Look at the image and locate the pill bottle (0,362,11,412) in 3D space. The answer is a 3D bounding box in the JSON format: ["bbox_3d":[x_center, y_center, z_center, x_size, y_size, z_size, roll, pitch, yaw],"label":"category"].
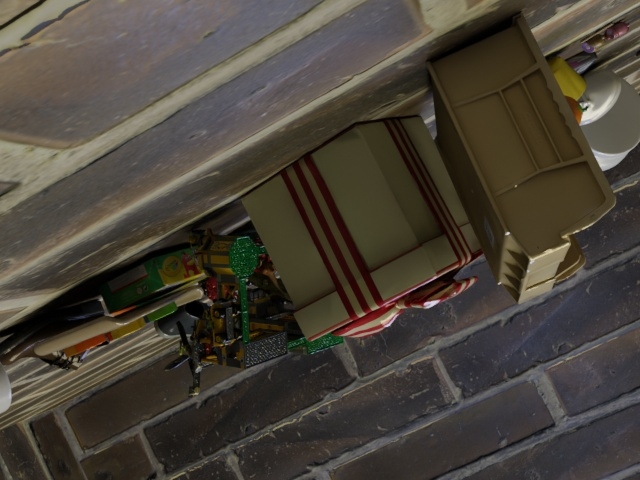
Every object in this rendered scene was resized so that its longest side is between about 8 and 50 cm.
[{"bbox_3d":[-0.565,0.240,1.295,0.121,0.121,0.221,-31,173,42],"label":"pill bottle"}]

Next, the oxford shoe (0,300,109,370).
[{"bbox_3d":[-0.420,0.166,1.456,0.082,0.096,0.227,-28,174,35],"label":"oxford shoe"}]

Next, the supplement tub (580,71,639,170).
[{"bbox_3d":[0.515,-0.215,1.852,0.191,0.191,0.272,-25,175,-16],"label":"supplement tub"}]

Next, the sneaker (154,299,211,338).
[{"bbox_3d":[-0.320,0.194,2.361,0.118,0.083,0.222,-30,173,28],"label":"sneaker"}]

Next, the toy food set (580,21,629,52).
[{"bbox_3d":[0.455,-0.321,1.434,0.078,0.019,0.122,-30,174,34],"label":"toy food set"}]

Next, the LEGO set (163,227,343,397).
[{"bbox_3d":[-0.114,0.079,1.426,0.192,0.255,0.331,2,-164,37],"label":"LEGO set"}]

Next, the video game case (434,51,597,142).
[{"bbox_3d":[0.336,-0.242,1.604,0.274,0.026,0.196,-26,175,-3],"label":"video game case"}]

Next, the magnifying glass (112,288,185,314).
[{"bbox_3d":[-0.300,0.110,1.593,0.231,0.026,0.092,-9,-175,45],"label":"magnifying glass"}]

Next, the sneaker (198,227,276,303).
[{"bbox_3d":[-0.130,0.021,1.638,0.262,0.104,0.125,-34,-166,51],"label":"sneaker"}]

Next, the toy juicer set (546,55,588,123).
[{"bbox_3d":[0.273,-0.131,1.407,0.329,0.089,0.209,-33,-151,24],"label":"toy juicer set"}]

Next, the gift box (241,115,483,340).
[{"bbox_3d":[0.092,-0.016,1.297,0.255,0.258,0.276,-30,173,35],"label":"gift box"}]

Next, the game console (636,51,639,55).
[{"bbox_3d":[0.750,-0.397,1.864,0.144,0.124,0.085,-26,149,-17],"label":"game console"}]

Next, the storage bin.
[{"bbox_3d":[0.236,-0.082,1.096,0.123,0.261,0.262,-22,163,2],"label":"storage bin"}]

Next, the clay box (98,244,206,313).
[{"bbox_3d":[-0.234,0.051,1.461,0.127,0.053,0.222,-25,178,28],"label":"clay box"}]

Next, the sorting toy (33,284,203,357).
[{"bbox_3d":[-0.306,0.129,1.402,0.193,0.038,0.208,-21,179,34],"label":"sorting toy"}]

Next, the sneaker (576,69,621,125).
[{"bbox_3d":[0.431,-0.238,1.623,0.212,0.080,0.094,-28,164,29],"label":"sneaker"}]
